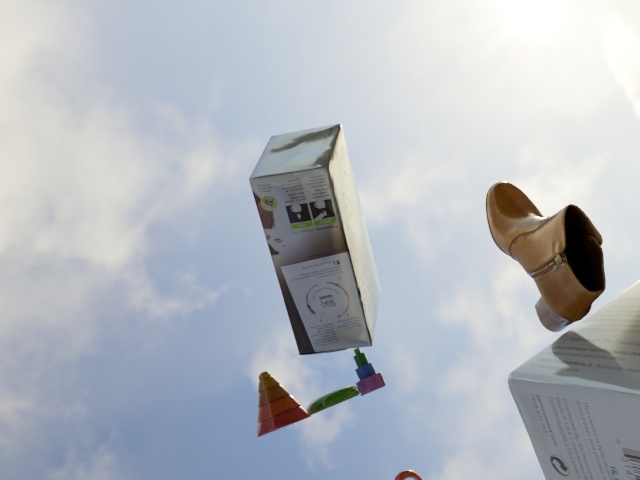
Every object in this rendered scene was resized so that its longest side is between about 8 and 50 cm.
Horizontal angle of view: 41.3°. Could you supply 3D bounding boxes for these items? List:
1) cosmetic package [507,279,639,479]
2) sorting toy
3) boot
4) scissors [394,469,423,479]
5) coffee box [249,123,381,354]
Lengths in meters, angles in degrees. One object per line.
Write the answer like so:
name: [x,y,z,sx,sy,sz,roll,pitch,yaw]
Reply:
cosmetic package: [0.571,0.267,1.286,0.393,0.327,0.330,-27,-79,-29]
sorting toy: [-0.009,0.310,1.840,0.365,0.127,0.126,-13,-105,-43]
boot: [0.361,-0.013,1.345,0.211,0.104,0.295,97,157,-63]
scissors: [0.183,0.526,1.448,0.297,0.109,0.021,60,165,-14]
coffee box: [0.000,0.000,1.268,0.168,0.118,0.297,-73,-28,-61]
